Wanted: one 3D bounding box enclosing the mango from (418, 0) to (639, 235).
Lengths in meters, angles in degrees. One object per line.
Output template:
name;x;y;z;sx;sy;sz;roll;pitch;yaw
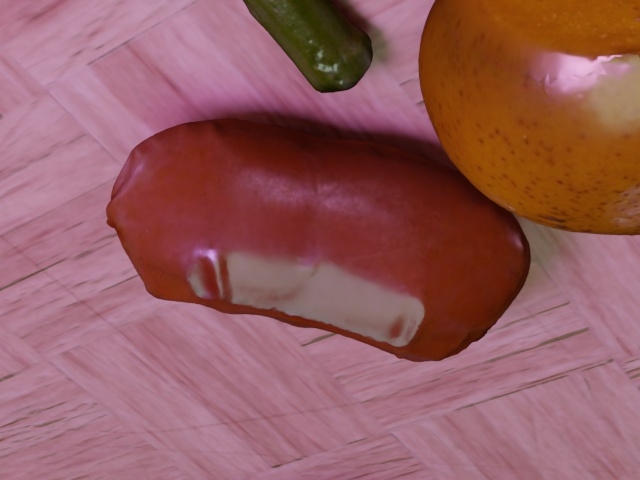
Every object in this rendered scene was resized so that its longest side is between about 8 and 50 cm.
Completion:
mango;0.196;-0.092;0.581;0.290;0.159;0.191;-14;149;18

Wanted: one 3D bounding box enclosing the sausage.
sausage;0.001;-0.003;0.734;0.258;0.133;0.133;13;135;-1

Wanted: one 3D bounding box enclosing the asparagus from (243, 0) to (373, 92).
asparagus;-0.037;-0.154;0.652;0.178;0.041;0.045;47;170;-30
